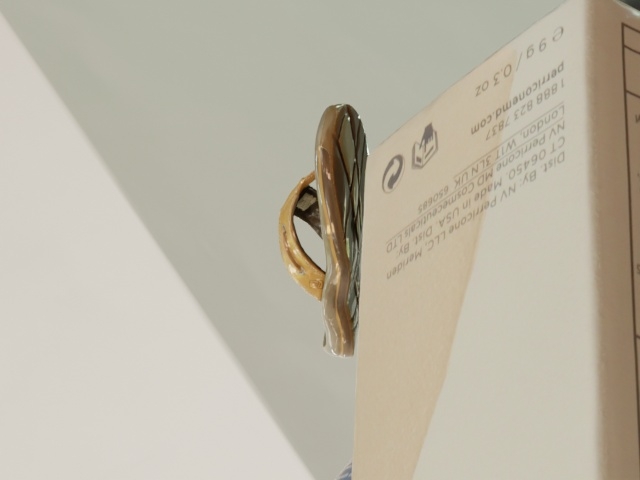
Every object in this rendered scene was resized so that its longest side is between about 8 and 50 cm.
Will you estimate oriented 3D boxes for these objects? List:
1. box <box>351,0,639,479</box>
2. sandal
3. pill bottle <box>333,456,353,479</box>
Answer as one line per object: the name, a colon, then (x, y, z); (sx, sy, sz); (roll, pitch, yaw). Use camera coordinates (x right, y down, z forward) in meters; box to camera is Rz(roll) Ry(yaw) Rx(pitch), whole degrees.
box: (0.095, 0.100, 0.578); (0.148, 0.311, 0.121); (24, -37, -26)
sandal: (0.000, 0.000, 1.130); (0.049, 0.072, 0.180); (7, -42, 7)
pill bottle: (0.072, 0.104, 0.833); (0.180, 0.108, 0.108); (-49, -38, -30)
